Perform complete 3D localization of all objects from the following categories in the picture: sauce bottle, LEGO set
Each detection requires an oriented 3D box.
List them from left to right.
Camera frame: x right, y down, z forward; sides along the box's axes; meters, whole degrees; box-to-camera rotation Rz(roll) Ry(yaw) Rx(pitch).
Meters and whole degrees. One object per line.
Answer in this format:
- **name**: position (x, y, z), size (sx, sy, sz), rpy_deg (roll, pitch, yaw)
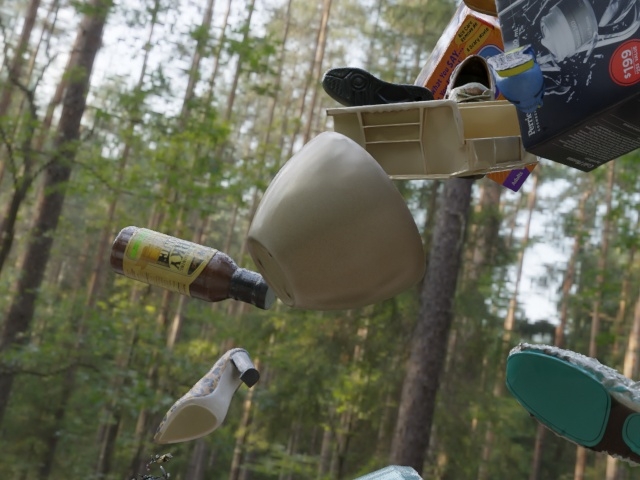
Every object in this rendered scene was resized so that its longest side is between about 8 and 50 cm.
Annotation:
- **LEGO set**: position (-0.214, 0.306, 1.153), size (0.054, 0.023, 0.083), rpy_deg (-16, -38, -27)
- **sauce bottle**: position (-0.255, 0.061, 1.836), size (0.344, 0.111, 0.111), rpy_deg (15, -14, 13)

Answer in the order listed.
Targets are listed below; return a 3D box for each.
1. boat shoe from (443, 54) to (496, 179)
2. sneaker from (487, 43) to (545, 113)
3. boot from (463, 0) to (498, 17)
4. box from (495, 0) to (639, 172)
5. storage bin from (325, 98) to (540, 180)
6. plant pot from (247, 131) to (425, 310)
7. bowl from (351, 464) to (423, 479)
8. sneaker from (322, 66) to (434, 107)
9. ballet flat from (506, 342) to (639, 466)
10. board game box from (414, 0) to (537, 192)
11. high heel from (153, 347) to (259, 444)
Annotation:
- **boat shoe**: position (0.284, -0.249, 1.751), size (0.123, 0.324, 0.120), rpy_deg (6, -48, 3)
- **sneaker**: position (0.290, -0.235, 1.320), size (0.069, 0.082, 0.209), rpy_deg (-19, 16, 16)
- **boot**: position (0.334, -0.573, 1.818), size (0.295, 0.211, 0.104), rpy_deg (22, 25, 18)
- **box**: position (0.460, -0.329, 1.399), size (0.179, 0.343, 0.312), rpy_deg (11, -27, -38)
- **storage bin**: position (0.194, -0.170, 1.502), size (0.260, 0.123, 0.262), rpy_deg (2, 8, 38)
- **plant pot**: position (0.000, 0.000, 1.401), size (0.284, 0.191, 0.284), rpy_deg (47, -21, 25)
- **bowl**: position (0.158, 0.523, 1.602), size (0.311, 0.163, 0.311), rpy_deg (49, -5, 6)
- **sneaker**: position (0.099, -0.278, 1.797), size (0.228, 0.087, 0.130), rpy_deg (8, -12, -18)
- **ballet flat**: position (0.494, 0.285, 1.454), size (0.409, 0.147, 0.147), rpy_deg (27, -5, 32)
- **board game box**: position (0.469, -0.420, 2.400), size (0.356, 0.356, 0.356), rpy_deg (28, -57, -3)
- **high heel**: position (-0.250, 0.332, 1.924), size (0.093, 0.261, 0.186), rpy_deg (57, -8, -15)
